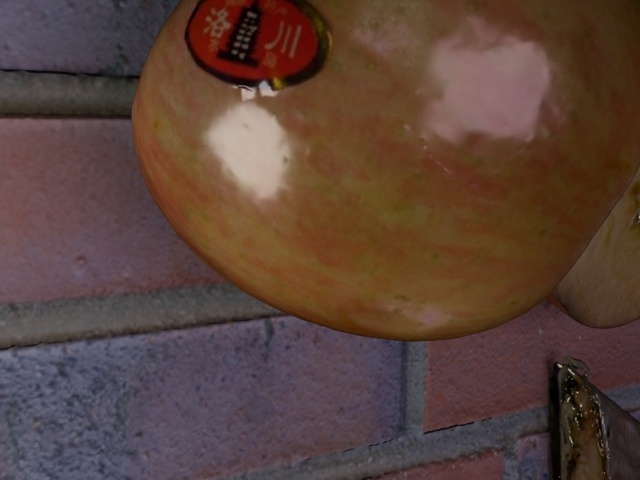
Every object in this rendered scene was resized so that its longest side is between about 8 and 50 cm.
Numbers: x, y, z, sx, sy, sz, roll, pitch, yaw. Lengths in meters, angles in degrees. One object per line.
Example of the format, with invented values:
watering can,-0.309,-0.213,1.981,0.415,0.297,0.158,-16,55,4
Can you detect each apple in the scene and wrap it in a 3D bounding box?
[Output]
apple,0.314,-0.066,1.063,0.251,0.163,0.293,25,97,-40
apple,0.064,-0.110,0.739,0.346,0.391,0.391,36,75,-2

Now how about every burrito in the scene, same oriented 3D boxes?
burrito,0.391,0.303,1.215,0.347,0.107,0.175,38,62,-35

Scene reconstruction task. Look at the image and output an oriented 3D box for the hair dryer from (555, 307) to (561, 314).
hair dryer,0.430,0.033,1.225,0.267,0.092,0.229,-48,132,3
